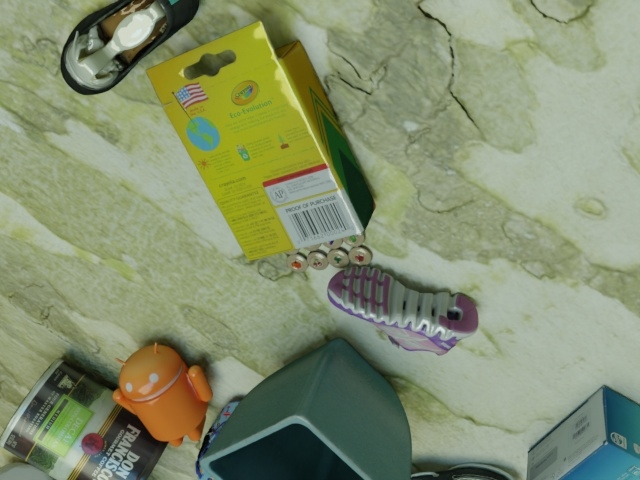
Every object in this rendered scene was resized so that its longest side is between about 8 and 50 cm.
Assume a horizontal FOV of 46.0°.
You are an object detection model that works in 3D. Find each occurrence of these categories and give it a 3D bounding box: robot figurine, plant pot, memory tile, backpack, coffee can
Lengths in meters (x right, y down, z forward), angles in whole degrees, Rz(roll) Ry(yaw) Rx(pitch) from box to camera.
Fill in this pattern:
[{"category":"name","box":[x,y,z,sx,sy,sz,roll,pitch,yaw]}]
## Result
[{"category":"robot figurine","box":[-0.296,0.287,1.417,0.158,0.128,0.220,7,131,46]},{"category":"plant pot","box":[0.003,0.310,1.249,0.247,0.252,0.248,-33,109,35]},{"category":"memory tile","box":[0.000,0.000,1.178,0.147,0.012,0.113,-7,122,24]},{"category":"backpack","box":[-0.147,0.401,1.458,0.158,0.117,0.173,28,126,-3]},{"category":"coffee can","box":[-0.462,0.391,1.505,0.275,0.202,0.201,33,129,-6]}]

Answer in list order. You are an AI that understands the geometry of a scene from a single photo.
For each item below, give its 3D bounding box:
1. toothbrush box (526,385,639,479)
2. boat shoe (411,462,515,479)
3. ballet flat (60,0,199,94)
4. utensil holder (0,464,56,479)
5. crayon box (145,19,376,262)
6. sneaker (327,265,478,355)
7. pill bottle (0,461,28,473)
[{"category":"toothbrush box","box":[0.516,0.402,1.218,0.295,0.126,0.216,29,128,-2]},{"category":"boat shoe","box":[0.208,0.477,1.380,0.302,0.091,0.115,-16,83,26]},{"category":"ballet flat","box":[-0.283,-0.271,1.025,0.280,0.096,0.095,-28,113,34]},{"category":"utensil holder","box":[-0.536,0.684,1.589,0.327,0.328,0.385,-12,142,26]},{"category":"crayon box","box":[-0.078,-0.138,1.055,0.202,0.081,0.319,-13,116,28]},{"category":"sneaker","box":[0.119,0.120,1.173,0.236,0.095,0.105,17,138,0]},{"category":"pill bottle","box":[-0.755,0.650,1.847,0.121,0.121,0.221,26,129,0]}]
